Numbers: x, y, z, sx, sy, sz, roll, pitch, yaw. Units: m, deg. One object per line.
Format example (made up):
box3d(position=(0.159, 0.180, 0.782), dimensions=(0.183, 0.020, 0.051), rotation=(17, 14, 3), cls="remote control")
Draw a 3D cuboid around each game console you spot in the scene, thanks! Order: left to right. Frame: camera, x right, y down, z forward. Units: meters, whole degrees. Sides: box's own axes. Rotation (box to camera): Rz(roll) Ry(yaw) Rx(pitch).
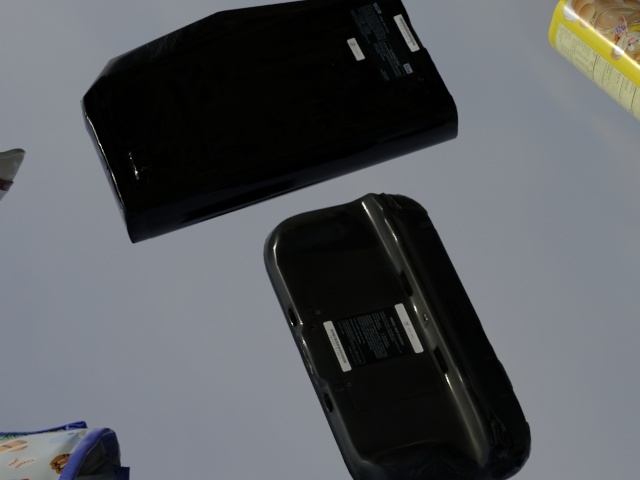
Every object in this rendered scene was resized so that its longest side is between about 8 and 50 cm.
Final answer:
box3d(position=(0.000, 0.000, 1.167), dimensions=(0.044, 0.213, 0.361), rotation=(85, 165, -56), cls="game console")

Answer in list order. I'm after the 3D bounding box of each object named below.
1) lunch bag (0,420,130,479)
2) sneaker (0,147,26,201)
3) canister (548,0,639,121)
box3d(position=(-0.367, 0.337, 1.913), dimensions=(0.385, 0.328, 0.239), rotation=(-86, -13, -51), cls="lunch bag")
box3d(position=(-0.273, -0.087, 1.274), dimensions=(0.185, 0.084, 0.069), rotation=(42, -174, -1), cls="sneaker")
box3d(position=(0.285, -0.150, 1.660), dimensions=(0.126, 0.073, 0.170), rotation=(-10, -142, -29), cls="canister")
